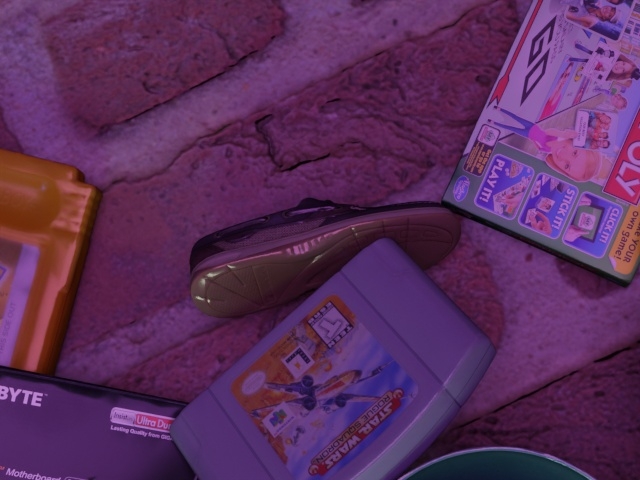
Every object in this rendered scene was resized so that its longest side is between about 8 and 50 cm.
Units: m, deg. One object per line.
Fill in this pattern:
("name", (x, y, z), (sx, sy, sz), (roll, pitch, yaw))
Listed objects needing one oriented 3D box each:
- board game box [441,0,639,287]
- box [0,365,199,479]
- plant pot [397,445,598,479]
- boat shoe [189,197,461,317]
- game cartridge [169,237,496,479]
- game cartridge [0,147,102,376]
("board game box", (0.288, -0.138, 1.343), (0.213, 0.046, 0.317), (24, 85, 8))
("box", (-0.276, 0.285, 1.293), (0.295, 0.073, 0.293), (13, 84, -9))
("plant pot", (0.166, 0.338, 1.216), (0.290, 0.195, 0.290), (-1, 83, 5))
("boat shoe", (0.000, 0.000, 1.326), (0.285, 0.103, 0.092), (-15, 46, -3))
("game cartridge", (0.012, 0.151, 1.215), (0.297, 0.062, 0.198), (-42, 45, -1))
("game cartridge", (-0.408, 0.050, 1.378), (0.285, 0.053, 0.324), (13, 85, 6))
